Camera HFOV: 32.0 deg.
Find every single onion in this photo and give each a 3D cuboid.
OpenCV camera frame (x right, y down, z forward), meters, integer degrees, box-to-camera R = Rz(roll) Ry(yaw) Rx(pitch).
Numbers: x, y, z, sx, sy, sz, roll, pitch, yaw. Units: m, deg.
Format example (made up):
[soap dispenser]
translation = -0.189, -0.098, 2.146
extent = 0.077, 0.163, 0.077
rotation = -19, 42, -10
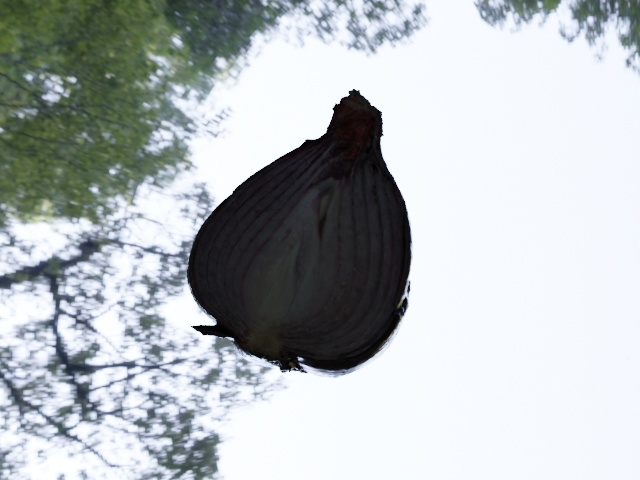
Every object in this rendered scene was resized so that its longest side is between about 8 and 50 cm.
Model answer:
[onion]
translation = 0.000, 0.000, 1.376
extent = 0.267, 0.159, 0.348
rotation = 25, -102, 4
